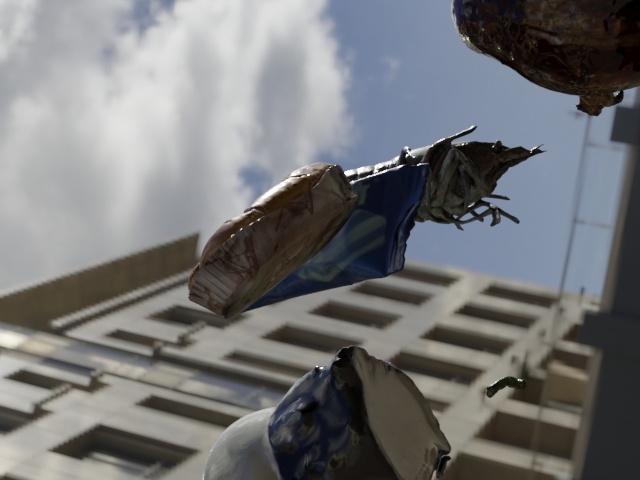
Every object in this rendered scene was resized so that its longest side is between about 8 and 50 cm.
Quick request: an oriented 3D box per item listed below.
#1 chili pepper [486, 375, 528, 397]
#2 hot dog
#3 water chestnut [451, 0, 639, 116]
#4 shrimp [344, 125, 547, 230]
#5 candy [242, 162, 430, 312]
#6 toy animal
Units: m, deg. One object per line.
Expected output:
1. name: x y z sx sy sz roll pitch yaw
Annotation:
1. chili pepper: 0.289 0.223 2.031 0.022 0.083 0.027 -49 55 50
2. hot dog: -0.048 -0.009 1.458 0.268 0.075 0.144 -32 -23 -52
3. water chestnut: 0.330 -0.300 1.656 0.347 0.335 0.335 89 -158 -43
4. shrimp: 0.145 -0.073 2.032 0.221 0.410 0.166 64 -156 -63
5. candy: 0.000 0.000 1.799 0.077 0.331 0.187 40 -129 -34
6. toy animal: 0.004 0.263 1.474 0.212 0.266 0.212 36 -147 -28
